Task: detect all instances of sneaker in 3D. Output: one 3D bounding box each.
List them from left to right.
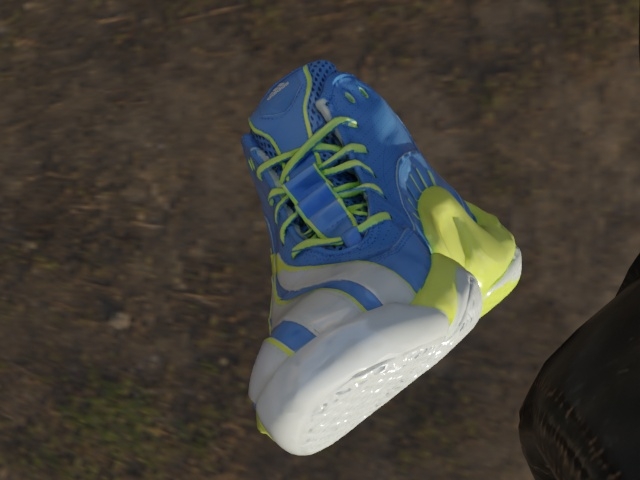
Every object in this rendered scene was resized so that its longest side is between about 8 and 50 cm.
[{"bbox_3d":[0.000,0.000,0.758,0.091,0.240,0.126,-40,86,14],"label":"sneaker"}]

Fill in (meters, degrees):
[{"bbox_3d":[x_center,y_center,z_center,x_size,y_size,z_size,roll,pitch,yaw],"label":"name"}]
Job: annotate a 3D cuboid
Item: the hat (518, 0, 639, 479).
[{"bbox_3d":[0.122,0.076,0.335,0.134,0.331,0.331,-35,105,-12],"label":"hat"}]
